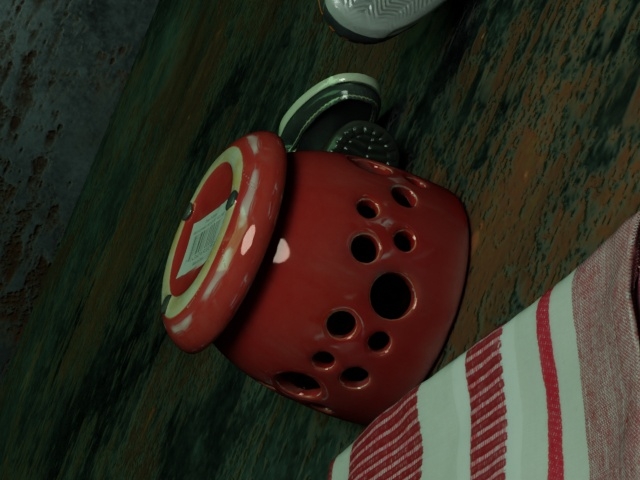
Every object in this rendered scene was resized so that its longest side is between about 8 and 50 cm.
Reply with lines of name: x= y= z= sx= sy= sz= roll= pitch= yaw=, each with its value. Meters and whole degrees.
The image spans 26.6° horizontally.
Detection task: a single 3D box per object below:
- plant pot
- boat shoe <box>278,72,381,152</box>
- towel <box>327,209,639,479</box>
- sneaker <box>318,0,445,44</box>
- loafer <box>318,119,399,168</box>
plant pot: x=-0.010 y=0.019 z=0.989 sx=0.191 sy=0.174 sz=0.191 roll=-53 pitch=23 yaw=34
boat shoe: x=-0.009 y=-0.057 z=1.219 sx=0.233 sy=0.084 sz=0.079 roll=-52 pitch=39 yaw=41
towel: x=0.073 y=0.153 z=0.699 sx=0.329 sy=0.037 sz=0.237 roll=-46 pitch=28 yaw=48
sneaker: x=0.061 y=-0.264 z=1.195 sx=0.180 sy=0.125 sz=0.321 roll=-47 pitch=15 yaw=57
loafer: x=0.000 y=0.000 z=1.142 sx=0.220 sy=0.080 sz=0.078 roll=-60 pitch=11 yaw=8
